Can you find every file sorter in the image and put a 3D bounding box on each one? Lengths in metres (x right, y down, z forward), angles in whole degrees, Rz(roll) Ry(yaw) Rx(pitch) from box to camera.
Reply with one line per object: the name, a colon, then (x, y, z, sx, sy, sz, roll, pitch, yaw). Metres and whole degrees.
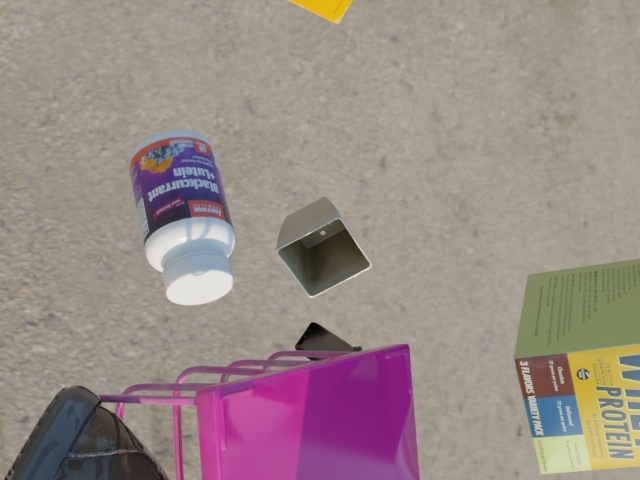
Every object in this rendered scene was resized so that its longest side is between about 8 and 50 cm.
file sorter: (-0.061, 0.209, 0.886, 0.290, 0.182, 0.202, -3, 89, -56)

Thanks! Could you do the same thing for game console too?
game console: (0.013, 0.172, 1.298, 0.122, 0.071, 0.107, -47, 137, -74)

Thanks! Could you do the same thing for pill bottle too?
pill bottle: (-0.161, -0.026, 1.195, 0.108, 0.108, 0.194, 15, 49, -45)

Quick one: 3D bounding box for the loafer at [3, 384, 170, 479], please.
loafer: (-0.195, 0.264, 0.666, 0.130, 0.134, 0.366, 29, 50, -8)

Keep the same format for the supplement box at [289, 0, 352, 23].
supplement box: (-0.023, -0.155, 0.510, 0.062, 0.098, 0.036, 18, 115, -35)

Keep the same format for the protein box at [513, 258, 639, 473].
protein box: (0.317, 0.120, 1.028, 0.200, 0.201, 0.136, -57, 134, -63)

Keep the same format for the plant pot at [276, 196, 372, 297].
plant pot: (0.000, 0.000, 1.507, 0.109, 0.109, 0.096, 55, 13, -34)
